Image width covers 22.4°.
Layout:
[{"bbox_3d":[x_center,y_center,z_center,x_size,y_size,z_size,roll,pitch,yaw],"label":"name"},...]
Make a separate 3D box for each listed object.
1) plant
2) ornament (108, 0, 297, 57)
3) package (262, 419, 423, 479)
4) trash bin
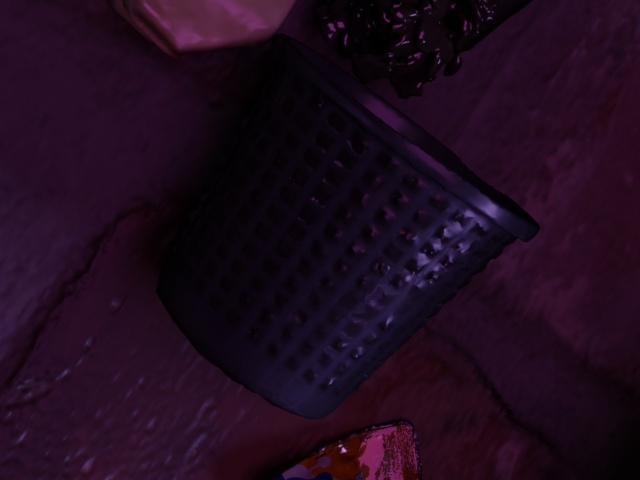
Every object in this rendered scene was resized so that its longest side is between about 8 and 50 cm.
[{"bbox_3d":[0.068,-0.142,0.897,0.143,0.092,0.094,-30,90,-21],"label":"plant"},{"bbox_3d":[-0.034,-0.207,0.866,0.180,0.059,0.201,-11,107,-20],"label":"ornament"},{"bbox_3d":[0.015,0.157,0.969,0.110,0.033,0.077,-15,83,-32],"label":"package"},{"bbox_3d":[0.000,0.000,0.871,0.175,0.175,0.161,35,99,-24],"label":"trash bin"}]
